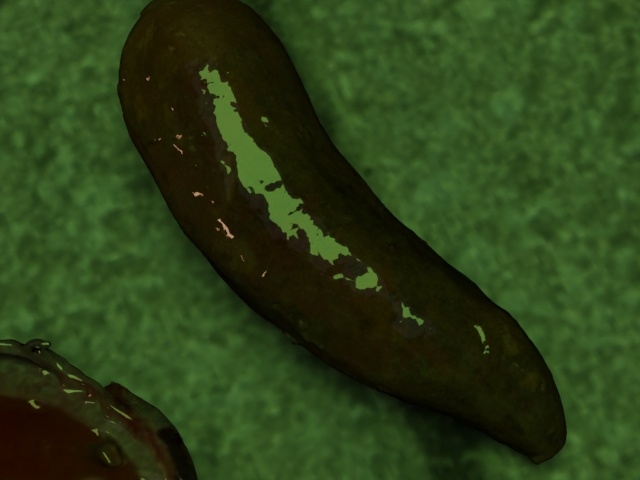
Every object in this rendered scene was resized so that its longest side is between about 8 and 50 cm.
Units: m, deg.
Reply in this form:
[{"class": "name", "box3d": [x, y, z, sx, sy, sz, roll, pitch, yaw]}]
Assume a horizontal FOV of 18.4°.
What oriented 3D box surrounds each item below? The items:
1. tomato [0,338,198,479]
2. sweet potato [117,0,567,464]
[{"class": "tomato", "box3d": [-0.156, 0.154, 0.846, 0.228, 0.112, 0.199, -24, 64, -10]}, {"class": "sweet potato", "box3d": [0.000, 0.002, 0.925, 0.097, 0.097, 0.292, -38, 83, -15]}]
